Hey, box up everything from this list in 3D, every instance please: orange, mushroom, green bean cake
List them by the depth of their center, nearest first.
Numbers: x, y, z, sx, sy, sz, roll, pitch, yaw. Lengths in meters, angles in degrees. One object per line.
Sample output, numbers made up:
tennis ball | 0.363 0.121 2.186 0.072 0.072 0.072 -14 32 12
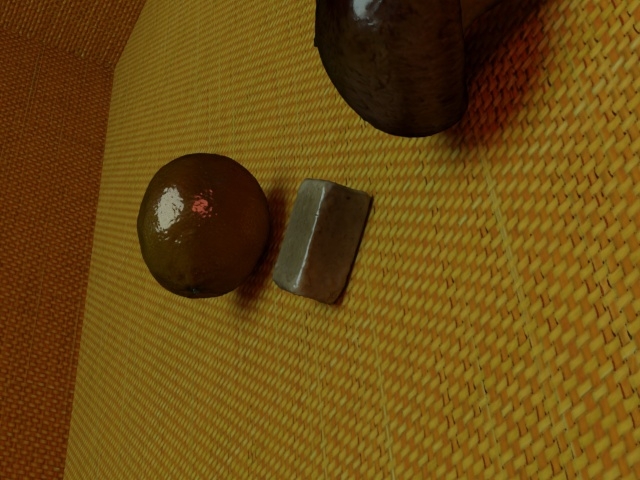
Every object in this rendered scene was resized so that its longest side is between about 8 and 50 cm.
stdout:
mushroom | 0.159 -0.312 1.265 0.331 0.356 0.334 -117 12 -57
green bean cake | 0.000 0.000 1.524 0.109 0.085 0.179 8 82 66
orange | -0.214 -0.023 1.834 0.264 0.264 0.264 -48 32 44
